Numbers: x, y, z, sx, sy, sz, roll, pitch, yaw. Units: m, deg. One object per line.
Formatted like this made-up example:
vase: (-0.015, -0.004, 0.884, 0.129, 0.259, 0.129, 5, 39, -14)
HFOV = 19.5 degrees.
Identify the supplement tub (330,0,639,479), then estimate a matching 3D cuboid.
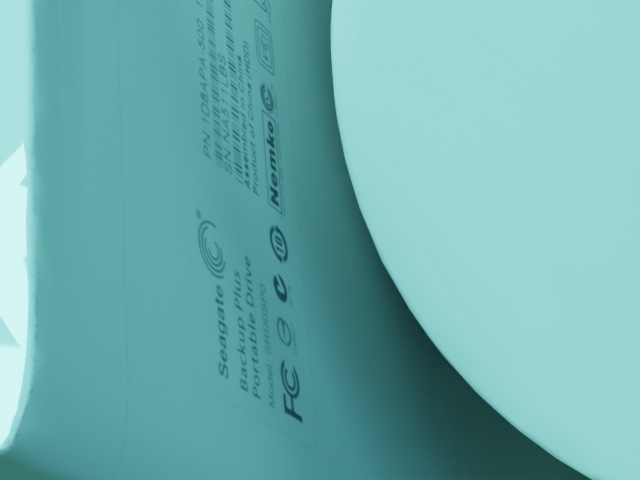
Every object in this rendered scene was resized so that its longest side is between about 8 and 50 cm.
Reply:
supplement tub: (0.147, -0.060, 0.502, 0.235, 0.235, 0.325, 54, 21, 5)

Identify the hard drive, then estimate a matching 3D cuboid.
hard drive: (0.000, 0.000, 0.484, 0.040, 0.318, 0.210, -16, 62, 22)
